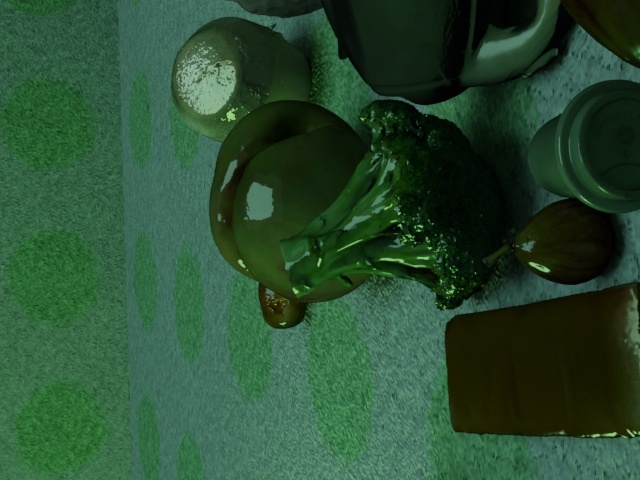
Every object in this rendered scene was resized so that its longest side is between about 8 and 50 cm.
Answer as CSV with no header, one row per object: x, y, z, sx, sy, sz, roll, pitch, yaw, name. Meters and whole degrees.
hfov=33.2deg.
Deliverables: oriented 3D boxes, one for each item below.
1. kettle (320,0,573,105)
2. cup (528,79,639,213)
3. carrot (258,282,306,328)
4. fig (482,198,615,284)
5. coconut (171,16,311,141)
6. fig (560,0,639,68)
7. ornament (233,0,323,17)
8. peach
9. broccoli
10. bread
0.131,-0.307,1.159,0.321,0.228,0.324,2,113,36,kettle
0.258,-0.081,1.004,0.141,0.120,0.120,161,105,-80,cup
-0.063,0.052,1.820,0.087,0.087,0.193,-155,64,-65,carrot
0.223,0.004,1.064,0.089,0.125,0.088,175,90,-72,fig
-0.125,-0.258,1.778,0.224,0.234,0.224,3,96,34,coconut
0.278,-0.204,0.886,0.170,0.146,0.274,90,162,-71,fig
-0.064,-0.458,1.573,0.259,0.225,0.259,176,90,-68,ornament
-0.023,-0.049,1.520,0.292,0.247,0.292,44,154,28,peach
0.084,-0.013,1.242,0.254,0.269,0.269,-111,26,-64,broccoli
0.240,0.129,1.103,0.361,0.077,0.138,158,106,-66,bread
